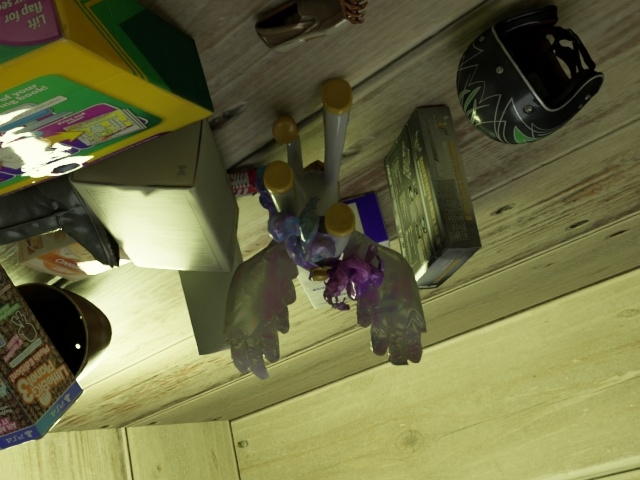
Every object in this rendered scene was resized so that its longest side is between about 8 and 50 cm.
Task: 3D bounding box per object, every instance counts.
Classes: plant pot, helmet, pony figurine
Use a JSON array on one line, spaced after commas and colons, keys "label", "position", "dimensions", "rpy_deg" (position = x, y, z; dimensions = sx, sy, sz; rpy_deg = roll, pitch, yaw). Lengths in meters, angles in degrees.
[{"label": "plant pot", "position": [-0.506, 0.189, 1.681], "dimensions": [0.215, 0.215, 0.230], "rpy_deg": [-16, 175, 9]}, {"label": "helmet", "position": [0.250, -0.200, 1.079], "dimensions": [0.161, 0.169, 0.169], "rpy_deg": [-27, 163, -9]}, {"label": "pony figurine", "position": [0.000, 0.000, 1.238], "dimensions": [0.302, 0.351, 0.363], "rpy_deg": [-2, 157, 2]}]

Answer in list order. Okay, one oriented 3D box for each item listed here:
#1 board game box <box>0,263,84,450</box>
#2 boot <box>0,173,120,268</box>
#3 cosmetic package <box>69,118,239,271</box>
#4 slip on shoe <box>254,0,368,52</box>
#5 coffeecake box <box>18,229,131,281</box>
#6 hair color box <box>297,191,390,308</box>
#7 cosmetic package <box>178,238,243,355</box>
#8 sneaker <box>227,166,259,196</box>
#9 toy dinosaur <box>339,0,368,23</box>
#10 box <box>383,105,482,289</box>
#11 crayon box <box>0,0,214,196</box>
[{"label": "board game box", "position": [-0.594, 0.209, 1.464], "dimensions": [0.232, 0.291, 0.141], "rpy_deg": [-21, -164, 24]}, {"label": "boot", "position": [-0.411, -0.014, 1.228], "dimensions": [0.208, 0.076, 0.190], "rpy_deg": [-19, 118, -2]}, {"label": "cosmetic package", "position": [-0.213, -0.060, 1.179], "dimensions": [0.160, 0.113, 0.309], "rpy_deg": [4, 158, 3]}, {"label": "slip on shoe", "position": [-0.011, -0.251, 0.941], "dimensions": [0.135, 0.051, 0.041], "rpy_deg": [-16, 150, 29]}, {"label": "coffeecake box", "position": [-0.365, -0.004, 1.381], "dimensions": [0.185, 0.068, 0.142], "rpy_deg": [-19, 159, 16]}, {"label": "hair color box", "position": [0.044, 0.028, 1.687], "dimensions": [0.185, 0.110, 0.339], "rpy_deg": [-15, 160, 2]}, {"label": "cosmetic package", "position": [-0.173, 0.063, 1.408], "dimensions": [0.107, 0.238, 0.127], "rpy_deg": [-12, 174, 0]}, {"label": "sneaker", "position": [-0.135, -0.092, 1.318], "dimensions": [0.118, 0.042, 0.067], "rpy_deg": [-15, 165, 14]}, {"label": "toy dinosaur", "position": [0.086, -0.310, 0.748], "dimensions": [0.218, 0.164, 0.322], "rpy_deg": [8, 174, -15]}, {"label": "box", "position": [0.165, -0.062, 1.313], "dimensions": [0.056, 0.231, 0.183], "rpy_deg": [-4, 159, -15]}, {"label": "crayon box", "position": [-0.336, -0.139, 0.864], "dimensions": [0.362, 0.106, 0.313], "rpy_deg": [-19, 172, 13]}]
